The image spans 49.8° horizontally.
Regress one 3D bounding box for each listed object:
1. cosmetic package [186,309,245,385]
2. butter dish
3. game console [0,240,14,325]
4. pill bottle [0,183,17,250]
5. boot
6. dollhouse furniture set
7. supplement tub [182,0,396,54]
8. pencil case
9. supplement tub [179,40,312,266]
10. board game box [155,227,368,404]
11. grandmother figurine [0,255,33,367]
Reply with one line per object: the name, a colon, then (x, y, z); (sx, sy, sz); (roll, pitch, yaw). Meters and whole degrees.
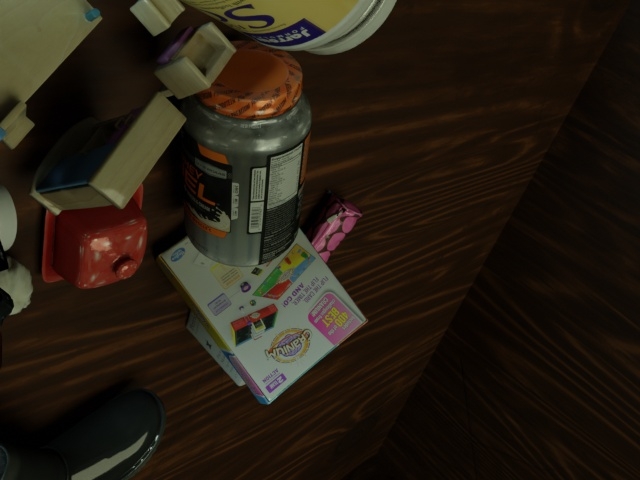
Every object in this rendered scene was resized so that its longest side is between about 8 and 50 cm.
cosmetic package: (-0.145, 0.156, 1.378); (0.151, 0.183, 0.151); (-20, 141, -44)
butter dish: (-0.314, 0.012, 1.021); (0.159, 0.118, 0.160); (-19, 141, -43)
game console: (-0.410, 0.059, 0.684); (0.213, 0.044, 0.361); (-20, 168, -15)
pill bottle: (-0.421, -0.016, 0.702); (0.193, 0.108, 0.108); (-10, 134, -51)
boot: (-0.459, 0.361, 1.140); (0.367, 0.146, 0.445); (-42, 162, -13)
dollhouse furniture set: (-0.318, -0.215, 0.791); (0.303, 0.198, 0.286); (46, 61, -33)
supplement tub: (-0.064, -0.360, 0.784); (0.241, 0.241, 0.331); (-57, 151, 15)
pencil case: (0.000, 0.000, 1.498); (0.209, 0.095, 0.098); (-57, -173, 10)
supplement tub: (-0.116, -0.127, 1.055); (0.193, 0.193, 0.316); (-30, 146, -32)
board game box: (-0.102, 0.091, 1.234); (0.242, 0.317, 0.064); (-36, -179, -22)
grandmother figurine: (-0.523, 0.163, 0.938); (0.342, 0.104, 0.208); (-51, 160, -3)
